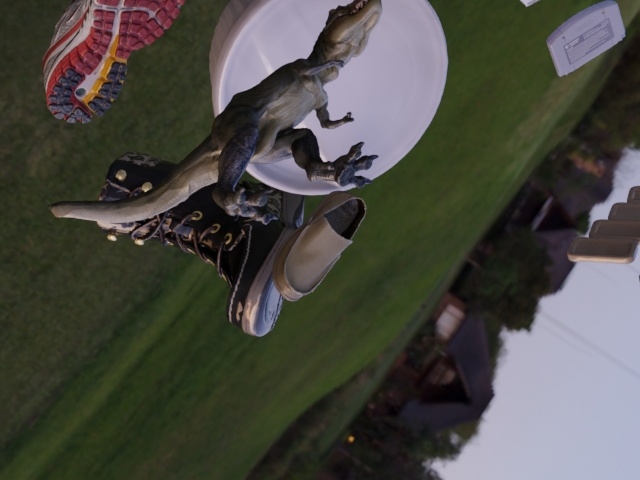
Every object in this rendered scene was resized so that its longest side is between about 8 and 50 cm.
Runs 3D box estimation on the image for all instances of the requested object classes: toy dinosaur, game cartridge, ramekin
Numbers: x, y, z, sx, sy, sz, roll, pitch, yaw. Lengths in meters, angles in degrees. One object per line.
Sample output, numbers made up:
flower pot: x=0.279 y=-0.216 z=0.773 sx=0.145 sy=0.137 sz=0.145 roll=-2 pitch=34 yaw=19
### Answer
toy dinosaur: x=-0.041 y=-0.063 z=0.617 sx=0.268 sy=0.118 sz=0.064 roll=-37 pitch=139 yaw=-12
game cartridge: x=0.283 y=-0.218 z=0.992 sx=0.083 sy=0.017 sz=0.056 roll=-32 pitch=135 yaw=2
ramekin: x=-0.004 y=-0.197 z=1.062 sx=0.273 sy=0.272 sz=0.127 roll=-58 pitch=-145 yaw=18

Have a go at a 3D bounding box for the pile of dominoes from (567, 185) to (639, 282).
pile of dominoes: x=0.366 y=-0.014 z=0.825 sx=0.251 sy=0.196 sz=0.040 roll=-36 pitch=126 yaw=-29

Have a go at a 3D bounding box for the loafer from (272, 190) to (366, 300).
loafer: x=0.000 y=0.000 z=1.001 sx=0.050 sy=0.056 sz=0.148 roll=-18 pitch=-144 yaw=59

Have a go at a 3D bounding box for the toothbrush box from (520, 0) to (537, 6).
toothbrush box: x=0.293 y=-0.362 z=0.899 sx=0.295 sy=0.126 sz=0.216 roll=-25 pitch=176 yaw=22

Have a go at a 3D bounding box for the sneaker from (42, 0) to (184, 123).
sneaker: x=-0.219 y=-0.231 z=0.944 sx=0.225 sy=0.093 sz=0.088 roll=-47 pitch=141 yaw=19

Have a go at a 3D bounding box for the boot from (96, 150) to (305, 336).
boot: x=-0.174 y=-0.011 z=1.304 sx=0.377 sy=0.284 sz=0.138 roll=-79 pitch=-176 yaw=-62
